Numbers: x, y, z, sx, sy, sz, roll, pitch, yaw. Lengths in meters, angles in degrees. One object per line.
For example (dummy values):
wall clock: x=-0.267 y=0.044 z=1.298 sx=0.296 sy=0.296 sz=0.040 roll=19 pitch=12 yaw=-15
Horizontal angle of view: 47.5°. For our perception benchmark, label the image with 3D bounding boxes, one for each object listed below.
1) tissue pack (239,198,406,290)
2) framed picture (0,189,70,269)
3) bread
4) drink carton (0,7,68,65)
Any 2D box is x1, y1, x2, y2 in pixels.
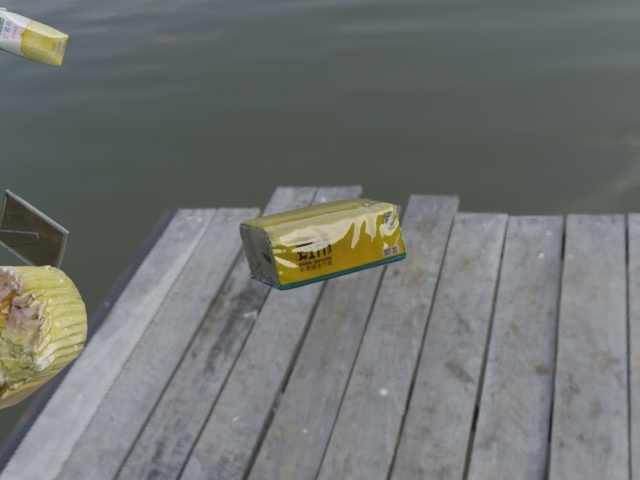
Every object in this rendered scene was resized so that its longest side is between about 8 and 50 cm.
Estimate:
tissue pack: x=0.000 y=0.000 z=0.887 sx=0.169 sy=0.082 sz=0.120 roll=-13 pitch=11 yaw=-22
framed picture: x=-0.505 y=-0.007 z=1.268 sx=0.149 sy=0.109 sz=0.011 roll=33 pitch=26 yaw=15
bread: x=-0.439 y=0.134 z=0.953 sx=0.250 sy=0.133 sz=0.178 roll=-23 pitch=76 yaw=17
drink carton: x=-0.602 y=-0.403 z=1.414 sx=0.075 sy=0.084 sz=0.200 roll=22 pitch=6 yaw=42
